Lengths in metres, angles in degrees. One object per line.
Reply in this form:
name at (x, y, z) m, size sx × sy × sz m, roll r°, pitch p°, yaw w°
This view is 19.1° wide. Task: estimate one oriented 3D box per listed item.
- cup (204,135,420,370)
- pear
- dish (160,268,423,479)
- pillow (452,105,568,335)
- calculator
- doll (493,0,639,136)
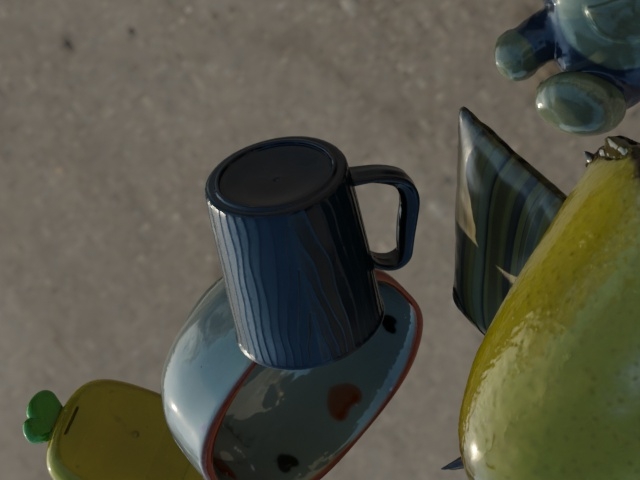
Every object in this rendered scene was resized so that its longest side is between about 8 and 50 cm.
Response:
cup at (-0.009, -0.002, 1.411) m, size 0.113 × 0.150 × 0.138 m, roll 23°, pitch 137°, yaw 40°
pear at (0.162, 0.097, 1.089) m, size 0.267 × 0.178 × 0.267 m, roll 53°, pitch 167°, yaw 17°
dish at (-0.039, 0.100, 1.636) m, size 0.117 × 0.256 × 0.256 m, roll 39°, pitch 151°, yaw 31°
pillow at (0.166, 0.034, 1.402) m, size 0.212 × 0.052 × 0.208 m, roll 47°, pitch 152°, yaw 37°
calculator at (-0.217, 0.225, 2.090) m, size 0.235 × 0.146 × 0.032 m, roll 19°, pitch 148°, yaw 4°
doll at (0.216, -0.228, 1.460) m, size 0.228 × 0.154 × 0.258 m, roll -25°, pitch 106°, yaw 20°
